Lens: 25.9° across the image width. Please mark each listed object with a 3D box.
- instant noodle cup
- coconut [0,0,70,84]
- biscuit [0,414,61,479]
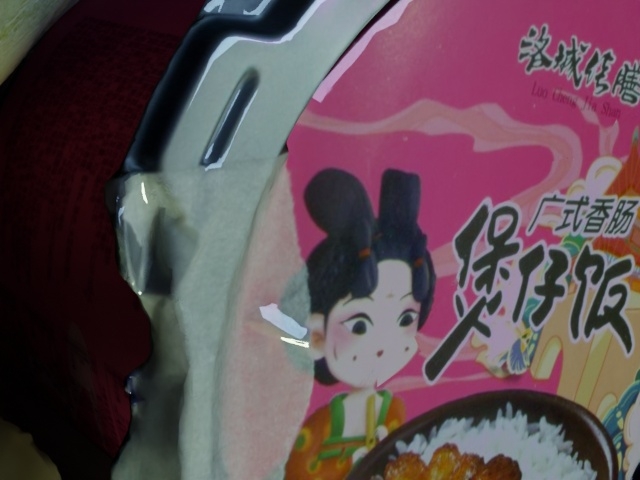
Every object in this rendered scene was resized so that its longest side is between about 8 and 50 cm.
[{"bbox_3d":[0.000,0.000,0.473,0.258,0.181,0.302,-56,135,-13],"label":"instant noodle cup"},{"bbox_3d":[-0.129,-0.087,0.394,0.116,0.116,0.122,58,36,-32],"label":"coconut"},{"bbox_3d":[-0.069,0.336,0.376,0.429,0.104,0.446,56,35,-40],"label":"biscuit"}]
